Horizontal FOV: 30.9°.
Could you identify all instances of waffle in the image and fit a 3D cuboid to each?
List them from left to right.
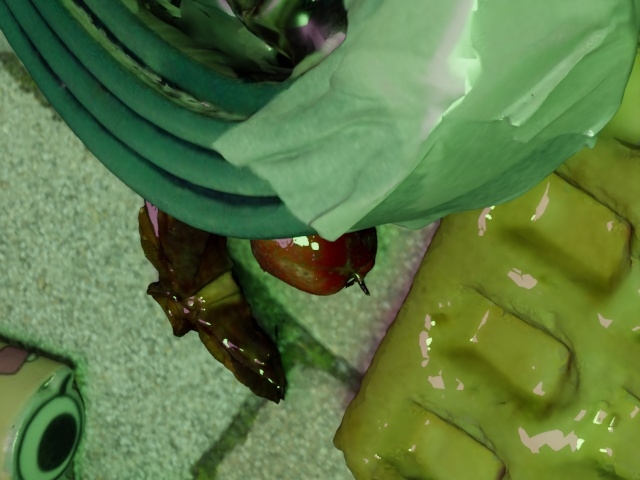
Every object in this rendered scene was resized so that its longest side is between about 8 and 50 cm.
[{"bbox_3d":[0.163,0.060,0.547,0.304,0.077,0.348,39,116,35],"label":"waffle"}]

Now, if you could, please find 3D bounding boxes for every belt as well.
[{"bbox_3d":[-0.033,-0.201,0.545,0.436,0.173,0.300,53,124,17],"label":"belt"}]

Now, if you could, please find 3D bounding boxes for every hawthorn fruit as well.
[{"bbox_3d":[-0.004,-0.005,0.669,0.077,0.077,0.077,7,106,28],"label":"hawthorn fruit"}]

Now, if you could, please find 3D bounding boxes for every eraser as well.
[{"bbox_3d":[-0.317,0.136,0.872,0.290,0.087,0.171,15,107,25],"label":"eraser"}]

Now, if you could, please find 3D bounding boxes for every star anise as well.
[{"bbox_3d":[-0.079,0.018,0.701,0.157,0.053,0.212,30,150,53],"label":"star anise"}]
